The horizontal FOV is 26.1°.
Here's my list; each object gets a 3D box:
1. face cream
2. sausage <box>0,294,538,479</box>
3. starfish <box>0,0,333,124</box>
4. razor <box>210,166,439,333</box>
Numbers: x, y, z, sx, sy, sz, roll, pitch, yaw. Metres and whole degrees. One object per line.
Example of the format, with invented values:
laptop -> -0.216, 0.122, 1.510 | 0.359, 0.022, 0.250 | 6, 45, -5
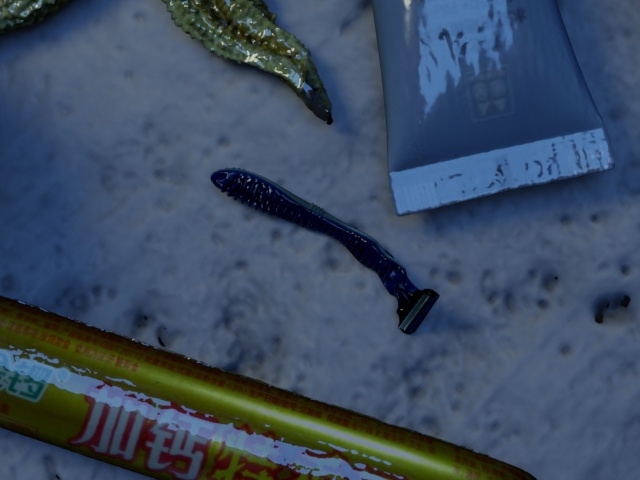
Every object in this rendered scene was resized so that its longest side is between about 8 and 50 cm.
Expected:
face cream -> 0.069, -0.215, 0.843 | 0.135, 0.086, 0.385 | -12, 84, -1
sausage -> -0.027, 0.121, 0.783 | 0.371, 0.082, 0.082 | 18, 80, 0
starfish -> -0.103, -0.244, 0.806 | 0.347, 0.078, 0.358 | 10, 106, 1
razor -> 0.003, -0.002, 0.830 | 0.154, 0.044, 0.028 | 33, 50, 6
